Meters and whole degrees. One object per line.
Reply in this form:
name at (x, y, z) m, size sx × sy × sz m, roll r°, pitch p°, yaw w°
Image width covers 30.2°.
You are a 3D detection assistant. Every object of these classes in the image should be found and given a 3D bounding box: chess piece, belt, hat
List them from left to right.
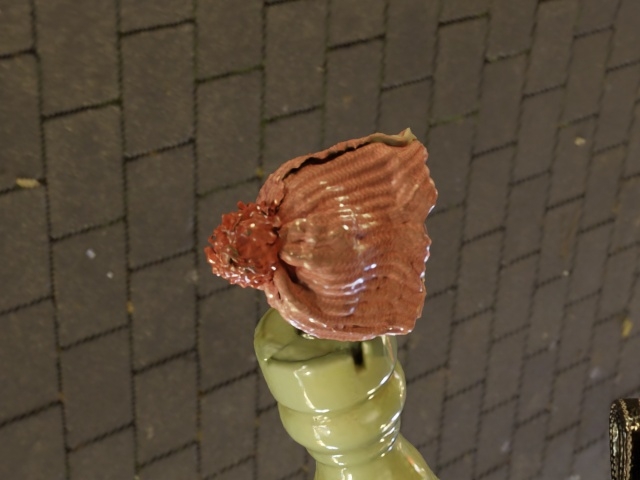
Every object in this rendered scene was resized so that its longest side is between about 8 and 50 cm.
hat at (0.000, 0.000, 1.288) m, size 0.286 × 0.107 × 0.237 m, roll -6°, pitch 96°, yaw -37°
chess piece at (0.053, 0.278, 1.512) m, size 0.234 × 0.234 × 0.442 m, roll -32°, pitch 123°, yaw -27°
belt at (0.404, 0.371, 1.455) m, size 0.126 × 0.094 × 0.359 m, roll 46°, pitch 45°, yaw -73°
